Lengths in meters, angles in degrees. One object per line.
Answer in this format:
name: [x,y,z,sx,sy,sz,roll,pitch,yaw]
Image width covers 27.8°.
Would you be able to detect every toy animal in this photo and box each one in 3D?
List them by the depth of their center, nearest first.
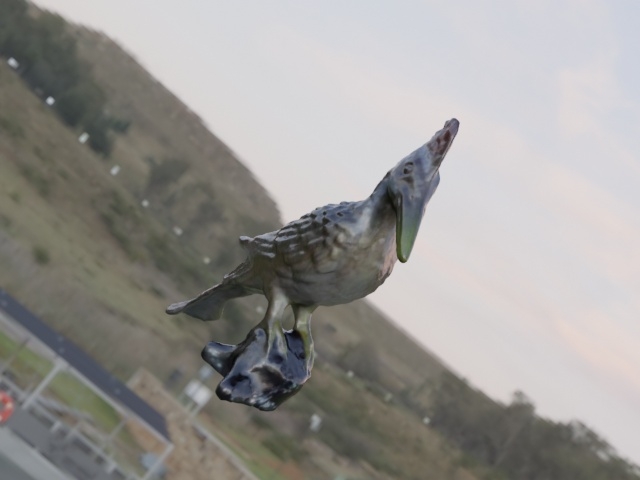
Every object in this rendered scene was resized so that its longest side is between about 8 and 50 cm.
toy animal: [-0.001,0.010,0.642,0.070,0.202,0.105,19,38,-39]
